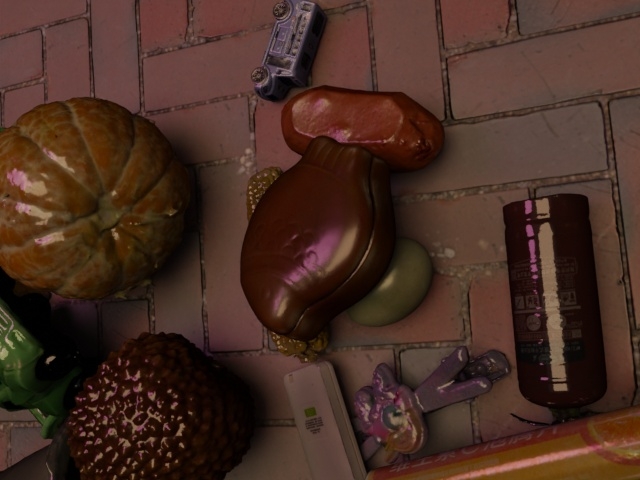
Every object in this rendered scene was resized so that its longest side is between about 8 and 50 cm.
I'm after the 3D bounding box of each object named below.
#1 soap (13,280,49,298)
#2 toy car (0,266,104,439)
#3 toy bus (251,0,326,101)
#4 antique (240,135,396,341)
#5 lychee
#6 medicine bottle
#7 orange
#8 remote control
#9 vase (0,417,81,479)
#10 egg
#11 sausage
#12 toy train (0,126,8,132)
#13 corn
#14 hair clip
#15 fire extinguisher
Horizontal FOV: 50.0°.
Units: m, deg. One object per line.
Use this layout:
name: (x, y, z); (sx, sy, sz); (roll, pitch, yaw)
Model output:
soap: (-0.636, 0.145, 1.182); (0.091, 0.315, 0.199); (32, 96, 20)
toy car: (-0.492, 0.200, 1.146); (0.213, 0.358, 0.176); (41, 73, 15)
toy bus: (-0.051, -0.307, 1.120); (0.076, 0.073, 0.167); (18, 92, 20)
antique: (0.000, 0.000, 0.950); (0.224, 0.129, 0.278); (18, 86, 46)
lychee: (-0.241, 0.278, 1.039); (0.268, 0.267, 0.267); (-2, 85, 21)
medicine bottle: (0.250, 0.296, 0.871); (0.426, 0.108, 0.108); (-25, 77, 29)
orange: (-0.368, -0.064, 1.091); (0.249, 0.329, 0.329); (22, 94, 51)
remote control: (0.014, 0.313, 1.044); (0.103, 0.034, 0.250); (-31, 73, 46)
vase: (-0.433, 0.433, 1.141); (0.291, 0.245, 0.245); (-27, 76, 27)
egg: (0.098, 0.063, 1.008); (0.152, 0.114, 0.114); (-45, 72, 11)
sausage: (0.059, -0.164, 1.037); (0.259, 0.133, 0.133); (10, 89, 25)
toy train: (-0.569, -0.111, 1.244); (0.243, 0.188, 0.132); (-15, 79, 18)
corn: (-0.059, 0.038, 1.086); (0.097, 0.097, 0.319); (-18, 77, 19)
hair clip: (0.136, 0.229, 0.994); (0.278, 0.090, 0.137); (-33, 69, 15)
fire extinguisher: (0.309, 0.113, 0.924); (0.136, 0.114, 0.337); (-9, 81, 36)
